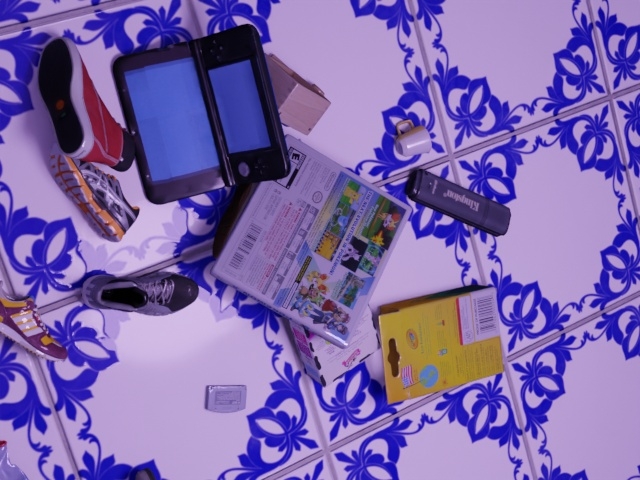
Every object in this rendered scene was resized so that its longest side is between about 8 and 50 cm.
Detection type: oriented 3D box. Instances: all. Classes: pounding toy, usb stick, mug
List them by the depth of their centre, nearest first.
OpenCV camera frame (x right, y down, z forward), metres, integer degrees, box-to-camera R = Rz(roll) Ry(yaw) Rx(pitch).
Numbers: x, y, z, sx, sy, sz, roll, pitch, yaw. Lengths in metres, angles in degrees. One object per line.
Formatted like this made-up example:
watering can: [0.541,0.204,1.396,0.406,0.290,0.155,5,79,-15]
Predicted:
pounding toy: [-0.071,-0.291,1.937,0.094,0.181,0.206,-52,149,11]
mug: [0.195,-0.216,2.117,0.064,0.078,0.062,-21,134,-16]
usb stick: [0.314,-0.083,2.183,0.278,0.045,0.077,21,84,-26]

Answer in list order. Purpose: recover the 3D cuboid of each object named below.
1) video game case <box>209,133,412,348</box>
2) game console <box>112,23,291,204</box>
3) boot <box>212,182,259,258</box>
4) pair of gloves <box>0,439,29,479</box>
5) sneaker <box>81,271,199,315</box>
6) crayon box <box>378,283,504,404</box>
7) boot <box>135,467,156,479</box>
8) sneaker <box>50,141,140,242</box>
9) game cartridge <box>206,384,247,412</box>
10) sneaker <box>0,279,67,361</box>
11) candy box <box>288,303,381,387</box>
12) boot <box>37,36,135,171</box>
video game case: [-0.012,-0.001,1.897,0.300,0.036,0.329,30,67,-8]
game console: [-0.221,-0.230,1.817,0.173,0.250,0.293,-23,103,-42]
boot: [-0.110,-0.029,1.949,0.165,0.077,0.213,32,74,-25]
pair of gloves: [-0.620,0.457,1.740,0.198,0.023,0.159,-19,99,-26]
sneaker: [-0.320,0.106,1.815,0.228,0.132,0.086,-1,93,-27]
crayon box: [0.250,0.223,2.138,0.318,0.081,0.202,-10,97,-30]
boot: [-0.385,0.557,1.829,0.161,0.083,0.247,1,97,-26]
sneaker: [-0.417,-0.100,1.792,0.083,0.084,0.215,-46,117,-29]
game cartridge: [-0.189,0.319,1.958,0.083,0.017,0.056,5,87,-27]
sneaker: [-0.522,0.147,1.749,0.185,0.069,0.084,36,81,-25]
candy box: [0.022,0.163,1.990,0.159,0.071,0.233,-32,126,-23]
boot: [-0.420,-0.245,1.785,0.176,0.088,0.244,16,54,-61]
